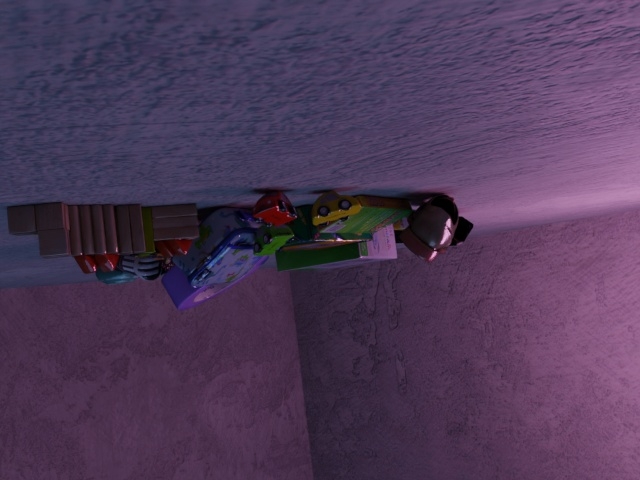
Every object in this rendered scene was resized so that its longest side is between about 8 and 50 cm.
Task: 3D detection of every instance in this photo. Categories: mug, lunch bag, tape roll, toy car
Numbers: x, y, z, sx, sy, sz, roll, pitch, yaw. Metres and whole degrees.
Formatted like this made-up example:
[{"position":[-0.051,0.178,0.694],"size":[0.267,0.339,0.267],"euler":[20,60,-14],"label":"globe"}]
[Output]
[{"position":[-0.566,0.071,1.909],"size":[0.129,0.097,0.158],"euler":[-7,176,-2],"label":"mug"},{"position":[-0.190,0.012,1.426],"size":[0.176,0.090,0.219],"euler":[-45,164,14],"label":"lunch bag"},{"position":[-0.273,0.075,1.790],"size":[0.275,0.090,0.275],"euler":[-31,172,-5],"label":"tape roll"},{"position":[-0.068,-0.035,1.319],"size":[0.239,0.053,0.225],"euler":[-3,157,-37],"label":"toy car"}]

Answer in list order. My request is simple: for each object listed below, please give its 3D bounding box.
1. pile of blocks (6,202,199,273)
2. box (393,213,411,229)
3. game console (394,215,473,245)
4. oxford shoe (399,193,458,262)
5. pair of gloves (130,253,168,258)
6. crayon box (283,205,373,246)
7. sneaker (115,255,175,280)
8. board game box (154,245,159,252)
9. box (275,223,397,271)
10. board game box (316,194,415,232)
[{"position":[-0.371,0.001,1.202],"size":[0.149,0.112,0.362],"euler":[-11,174,43],"label":"pile of blocks"},{"position":[0.269,-0.056,1.956],"size":[0.179,0.043,0.105],"euler":[-12,175,31],"label":"box"},{"position":[0.272,-0.024,2.084],"size":[0.361,0.044,0.213],"euler":[-2,-165,23],"label":"game console"},{"position":[0.282,-0.046,1.616],"size":[0.130,0.123,0.348],"euler":[-52,179,18],"label":"oxford shoe"},{"position":[-0.369,0.035,1.482],"size":[0.074,0.010,0.083],"euler":[3,174,-4],"label":"pair of gloves"},{"position":[-0.016,-0.026,1.618],"size":[0.165,0.081,0.278],"euler":[-10,175,33],"label":"crayon box"},{"position":[-0.459,0.036,1.809],"size":[0.163,0.106,0.281],"euler":[10,-177,14],"label":"sneaker"},{"position":[-0.364,0.014,1.551],"size":[0.243,0.042,0.165],"euler":[1,174,19],"label":"board game box"},{"position":[0.042,0.007,1.886],"size":[0.262,0.126,0.231],"euler":[-10,173,29],"label":"box"},{"position":[0.108,-0.055,1.545],"size":[0.124,0.039,0.259],"euler":[-30,162,29],"label":"board game box"}]
